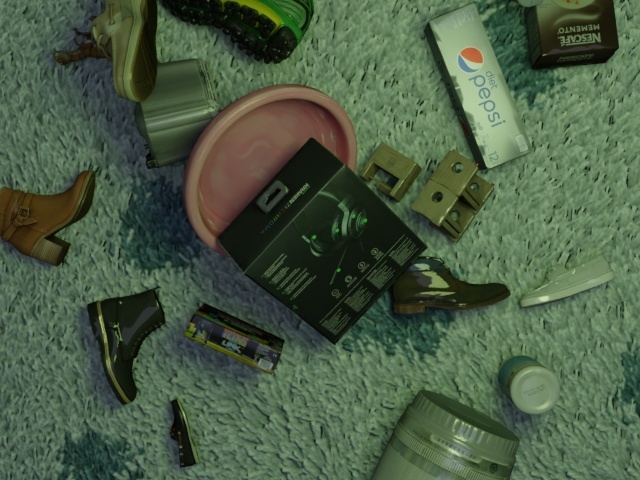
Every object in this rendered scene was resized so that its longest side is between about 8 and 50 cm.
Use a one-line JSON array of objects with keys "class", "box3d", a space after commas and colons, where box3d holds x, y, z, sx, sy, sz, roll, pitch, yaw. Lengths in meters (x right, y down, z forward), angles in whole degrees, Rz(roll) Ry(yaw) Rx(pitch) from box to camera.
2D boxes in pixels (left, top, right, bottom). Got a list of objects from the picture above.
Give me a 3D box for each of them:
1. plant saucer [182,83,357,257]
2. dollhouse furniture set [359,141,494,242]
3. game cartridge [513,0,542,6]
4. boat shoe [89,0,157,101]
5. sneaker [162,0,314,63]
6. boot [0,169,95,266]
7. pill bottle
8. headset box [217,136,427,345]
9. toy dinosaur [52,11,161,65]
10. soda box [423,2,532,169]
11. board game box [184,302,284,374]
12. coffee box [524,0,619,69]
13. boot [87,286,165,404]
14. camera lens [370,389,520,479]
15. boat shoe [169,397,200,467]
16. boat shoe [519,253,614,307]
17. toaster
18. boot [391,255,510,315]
[{"class": "plant saucer", "box3d": [-0.093, -0.124, 1.567, 0.332, 0.084, 0.332, -18, 130, -24]}, {"class": "dollhouse furniture set", "box3d": [0.197, -0.110, 1.642, 0.183, 0.129, 0.129, 36, 92, 27]}, {"class": "game cartridge", "box3d": [0.324, -0.553, 1.515, 0.060, 0.196, 0.294, -13, 117, -9]}, {"class": "boat shoe", "box3d": [-0.337, -0.344, 1.531, 0.098, 0.109, 0.302, -7, 52, 1]}, {"class": "sneaker", "box3d": [-0.169, -0.452, 1.618, 0.343, 0.134, 0.146, 33, 56, 4]}, {"class": "boot", "box3d": [-0.511, -0.066, 1.645, 0.152, 0.073, 0.197, 27, 90, 2]}, {"class": "pill bottle", "box3d": [0.370, 0.255, 1.625, 0.087, 0.160, 0.087, 0, 93, -1]}, {"class": "headset box", "box3d": [0.000, 0.000, 1.553, 0.246, 0.131, 0.283, -47, 129, 3]}, {"class": "toy dinosaur", "box3d": [-0.379, -0.358, 1.646, 0.211, 0.064, 0.112, -1, 121, -6]}, {"class": "soda box", "box3d": [0.283, -0.274, 1.628, 0.091, 0.098, 0.286, -22, 93, 2]}, {"class": "board game box", "box3d": [-0.151, 0.175, 1.625, 0.170, 0.141, 0.048, 25, 94, -2]}, {"class": "coffee box", "box3d": [0.440, -0.441, 1.605, 0.141, 0.098, 0.247, -6, 85, 2]}, {"class": "boot", "box3d": [-0.337, 0.192, 1.661, 0.137, 0.077, 0.198, -17, 94, -5]}, {"class": "camera lens", "box3d": [0.207, 0.433, 1.603, 0.219, 0.219, 0.274, 25, 93, -2]}, {"class": "boat shoe", "box3d": [-0.261, 0.360, 1.679, 0.042, 0.049, 0.133, -14, 98, -8]}, {"class": "boat shoe", "box3d": [0.451, 0.073, 1.668, 0.184, 0.066, 0.063, -20, 79, 3]}, {"class": "toaster", "box3d": [-0.249, -0.224, 1.576, 0.146, 0.227, 0.129, -15, 135, -5]}, {"class": "boot", "box3d": [0.236, 0.073, 1.654, 0.219, 0.082, 0.106, -8, 96, 2]}]
